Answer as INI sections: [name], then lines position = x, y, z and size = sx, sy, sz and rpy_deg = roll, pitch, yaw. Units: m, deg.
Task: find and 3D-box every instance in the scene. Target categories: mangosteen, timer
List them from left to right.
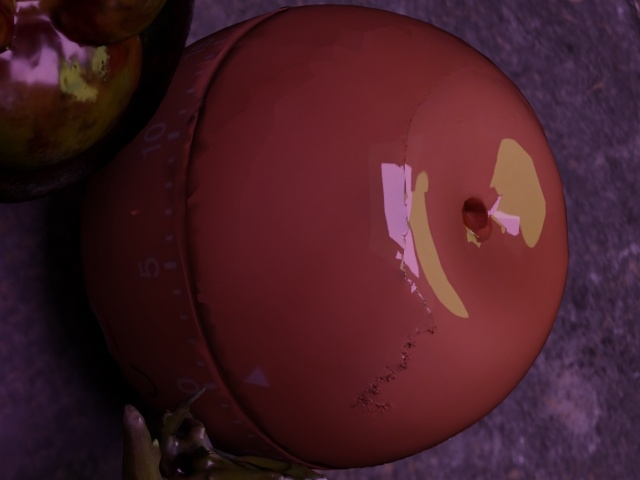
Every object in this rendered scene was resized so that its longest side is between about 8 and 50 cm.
[mangosteen]
position = -0.146, -0.110, 0.701
size = 0.210, 0.210, 0.210
rpy_deg = 18, 65, -43
[timer]
position = 0.000, 0.000, 0.812
size = 0.229, 0.215, 0.230
rpy_deg = 11, 75, -46

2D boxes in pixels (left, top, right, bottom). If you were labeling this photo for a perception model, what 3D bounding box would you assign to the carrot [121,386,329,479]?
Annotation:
[carrot]
position = -0.027, 0.233, 0.725
size = 0.193, 0.214, 0.331
rpy_deg = 2, 74, -64
